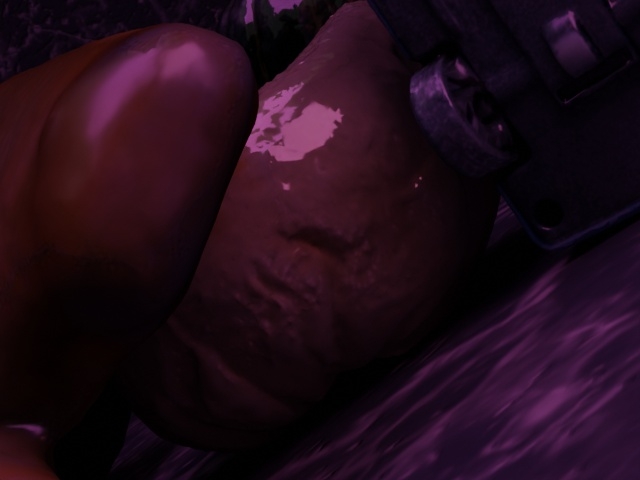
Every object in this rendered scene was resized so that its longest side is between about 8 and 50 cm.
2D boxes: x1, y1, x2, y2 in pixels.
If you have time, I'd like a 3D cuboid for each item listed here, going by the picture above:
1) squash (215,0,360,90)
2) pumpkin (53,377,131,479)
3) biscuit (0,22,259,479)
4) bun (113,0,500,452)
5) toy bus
[{"bbox_3d":[0.025,-0.124,1.265,0.218,0.172,0.218,-35,7,5],"label":"squash"},{"bbox_3d":[-0.177,0.092,0.868,0.194,0.150,0.194,-60,4,7],"label":"pumpkin"},{"bbox_3d":[-0.116,0.039,0.639,0.237,0.062,0.290,-67,17,-4],"label":"biscuit"},{"bbox_3d":[0.000,0.000,0.696,0.188,0.111,0.164,-53,4,-38],"label":"bun"},{"bbox_3d":[0.060,-0.131,0.618,0.113,0.246,0.134,-33,4,28],"label":"toy bus"}]
